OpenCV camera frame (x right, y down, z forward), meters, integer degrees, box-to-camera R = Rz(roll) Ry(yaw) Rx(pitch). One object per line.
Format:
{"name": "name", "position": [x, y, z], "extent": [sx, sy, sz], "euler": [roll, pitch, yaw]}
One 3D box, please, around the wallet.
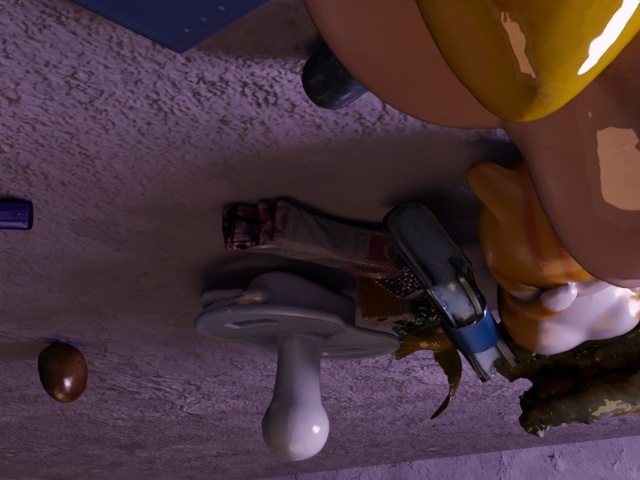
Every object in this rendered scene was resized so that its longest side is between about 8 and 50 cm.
{"name": "wallet", "position": [0.145, 0.061, 1.080], "extent": [0.059, 0.141, 0.202], "euler": [-34, 133, -1]}

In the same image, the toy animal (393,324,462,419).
{"name": "toy animal", "position": [0.170, 0.121, 1.386], "extent": [0.095, 0.155, 0.219], "euler": [12, 119, 18]}

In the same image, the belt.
{"name": "belt", "position": [0.000, 0.000, 1.090], "extent": [0.232, 0.053, 0.071], "euler": [12, 161, -34]}

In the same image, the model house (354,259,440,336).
{"name": "model house", "position": [0.099, 0.061, 1.209], "extent": [0.100, 0.087, 0.101], "euler": [16, 147, -42]}

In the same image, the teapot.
{"name": "teapot", "position": [0.031, -0.135, 0.760], "extent": [0.064, 0.049, 0.083], "euler": [16, 151, -39]}

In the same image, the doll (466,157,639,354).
{"name": "doll", "position": [0.252, 0.013, 1.007], "extent": [0.167, 0.162, 0.269], "euler": [-21, 153, 7]}

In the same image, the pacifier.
{"name": "pacifier", "position": [-0.040, 0.169, 1.262], "extent": [0.244, 0.233, 0.299], "euler": [-16, 154, 34]}

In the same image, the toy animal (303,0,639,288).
{"name": "toy animal", "position": [0.127, -0.155, 0.542], "extent": [0.247, 0.277, 0.345], "euler": [15, 164, 44]}

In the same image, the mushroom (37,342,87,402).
{"name": "mushroom", "position": [-0.398, 0.191, 1.488], "extent": [0.088, 0.072, 0.129], "euler": [37, 179, -30]}

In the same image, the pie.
{"name": "pie", "position": [0.426, 0.101, 1.214], "extent": [0.418, 0.180, 0.395], "euler": [-25, 172, 21]}

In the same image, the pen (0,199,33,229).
{"name": "pen", "position": [-0.429, -0.030, 0.975], "extent": [0.269, 0.033, 0.033], "euler": [2, 157, -12]}

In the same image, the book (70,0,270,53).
{"name": "book", "position": [-0.127, -0.208, 0.590], "extent": [0.191, 0.025, 0.269], "euler": [-21, 153, 38]}
